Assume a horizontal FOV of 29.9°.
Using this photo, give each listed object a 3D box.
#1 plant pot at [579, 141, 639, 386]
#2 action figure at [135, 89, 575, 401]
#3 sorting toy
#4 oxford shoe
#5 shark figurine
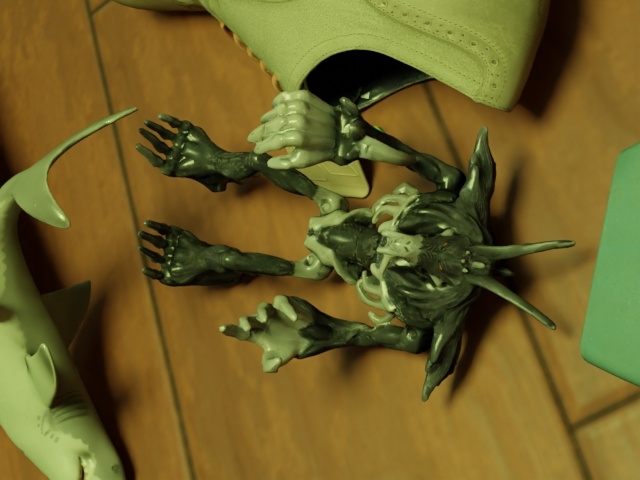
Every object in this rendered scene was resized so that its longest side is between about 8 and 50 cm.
[{"bbox_3d":[0.244,0.024,0.515,0.234,0.165,0.165,3,75,44],"label":"plant pot"},{"bbox_3d":[0.000,0.000,0.709,0.275,0.141,0.164,10,93,38],"label":"action figure"},{"bbox_3d":[0.013,-0.057,0.780,0.083,0.062,0.012,7,39,37],"label":"sorting toy"},{"bbox_3d":[-0.029,-0.159,0.794,0.397,0.140,0.146,10,95,44],"label":"oxford shoe"},{"bbox_3d":[-0.186,0.036,0.813,0.166,0.116,0.278,16,122,28],"label":"shark figurine"}]
